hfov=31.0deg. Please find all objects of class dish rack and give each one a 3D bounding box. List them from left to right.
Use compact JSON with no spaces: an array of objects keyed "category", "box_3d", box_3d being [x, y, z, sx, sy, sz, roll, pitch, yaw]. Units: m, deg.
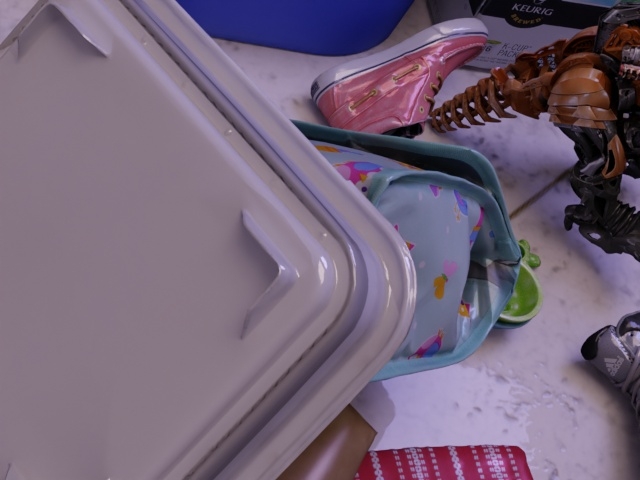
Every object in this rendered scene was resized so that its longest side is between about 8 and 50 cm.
[{"category":"dish rack","box_3d":[-0.138,0.013,0.668,0.333,0.285,0.072,48,11,28]}]

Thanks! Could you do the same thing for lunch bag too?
[{"category":"lunch bag","box_3d":[0.000,0.000,0.799,0.223,0.160,0.262,11,8,29]}]

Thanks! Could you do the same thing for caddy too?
[{"category":"caddy","box_3d":[-0.034,-0.315,1.044,0.341,0.179,0.241,6,56,-19]}]

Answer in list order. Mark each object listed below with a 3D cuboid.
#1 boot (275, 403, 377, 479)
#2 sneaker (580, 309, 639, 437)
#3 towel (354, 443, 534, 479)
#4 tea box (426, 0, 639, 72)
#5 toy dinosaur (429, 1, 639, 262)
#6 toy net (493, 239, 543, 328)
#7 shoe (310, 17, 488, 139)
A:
[{"category":"boot","box_3d":[-0.019,0.208,0.704,0.236,0.089,0.269,22,46,7]},{"category":"sneaker","box_3d":[0.264,0.137,0.944,0.132,0.086,0.229,31,42,5]},{"category":"towel","box_3d":[0.033,0.232,0.774,0.274,0.031,0.199,-2,50,-14]},{"category":"tea box","box_3d":[0.305,-0.330,1.102,0.329,0.323,0.220,2,58,-20]},{"category":"toy dinosaur","box_3d":[0.257,-0.117,0.991,0.322,0.218,0.164,22,60,44]},{"category":"toy net","box_3d":[0.084,-0.010,0.978,0.232,0.045,0.122,28,53,-4]},{"category":"shoe","box_3d":[0.085,-0.135,1.038,0.178,0.063,0.081,-23,72,-15]}]
